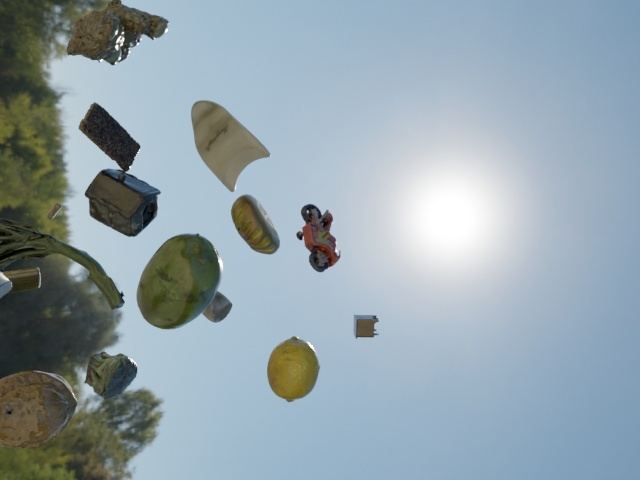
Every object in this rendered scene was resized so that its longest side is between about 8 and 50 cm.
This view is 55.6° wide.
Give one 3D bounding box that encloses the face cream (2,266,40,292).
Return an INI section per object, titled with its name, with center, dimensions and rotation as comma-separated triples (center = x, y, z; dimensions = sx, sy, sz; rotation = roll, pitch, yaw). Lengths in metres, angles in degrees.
[face cream]
center = -1.118, 0.152, 2.080
dimensions = 0.139, 0.285, 0.067
rotation = -44, -119, 54

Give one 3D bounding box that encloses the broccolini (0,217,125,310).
[broccolini]
center = -0.398, 0.048, 0.842
dimensions = 0.123, 0.271, 0.062
rotation = -66, 171, 5

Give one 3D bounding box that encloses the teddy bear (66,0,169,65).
[teddy bear]
center = -0.594, -0.588, 1.728
dimensions = 0.267, 0.256, 0.156
rotation = -18, -62, 27

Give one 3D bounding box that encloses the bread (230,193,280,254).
[bread]
center = -0.207, -0.043, 1.915
dimensions = 0.213, 0.104, 0.213
rotation = 60, 1, -1

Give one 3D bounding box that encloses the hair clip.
[hair clip]
center = -0.294, -0.309, 1.835
dimensions = 0.172, 0.113, 0.282
rotation = -41, -123, 14

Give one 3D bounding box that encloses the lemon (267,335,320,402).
[lemon]
center = -0.118, 0.557, 2.617
dimensions = 0.233, 0.233, 0.288
rotation = 11, -87, 61

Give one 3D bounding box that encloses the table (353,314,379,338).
[table]
center = 0.162, 0.305, 2.159
dimensions = 0.083, 0.082, 0.070
rotation = -116, -153, -84

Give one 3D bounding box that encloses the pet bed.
[pet bed]
center = -0.676, -0.144, 2.099
dimensions = 0.211, 0.183, 0.159
rotation = 27, -44, 10

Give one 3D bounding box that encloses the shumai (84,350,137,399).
[shumai]
center = -0.768, 0.476, 2.207
dimensions = 0.142, 0.184, 0.184
rotation = 37, -52, 22

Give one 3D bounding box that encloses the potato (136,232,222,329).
[potato]
center = -0.401, 0.119, 1.713
dimensions = 0.304, 0.216, 0.216
rotation = -44, -131, 20

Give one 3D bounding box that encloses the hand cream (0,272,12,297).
[hand cream]
center = -0.832, 0.017, 1.326
dimensions = 0.118, 0.185, 0.359
rotation = -4, -58, 24

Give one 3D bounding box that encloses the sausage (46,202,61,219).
[sausage]
center = -0.846, -0.094, 1.929
dimensions = 0.132, 0.024, 0.024
rotation = -24, -109, 51

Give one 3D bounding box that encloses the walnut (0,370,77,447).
[walnut]
center = -0.749, 0.432, 1.555
dimensions = 0.198, 0.245, 0.198
rotation = 173, -90, -83

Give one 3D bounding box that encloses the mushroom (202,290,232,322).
[mushroom]
center = -0.451, 0.224, 2.404
dimensions = 0.225, 0.116, 0.093
rotation = 46, -22, -3

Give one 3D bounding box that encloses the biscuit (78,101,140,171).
[biscuit]
center = -0.710, -0.350, 2.063
dimensions = 0.025, 0.231, 0.131
rotation = -8, -128, 31

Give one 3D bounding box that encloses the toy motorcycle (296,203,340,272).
[toy motorcycle]
center = -0.001, -0.001, 2.336
dimensions = 0.089, 0.171, 0.298
rotation = -36, -130, 40
